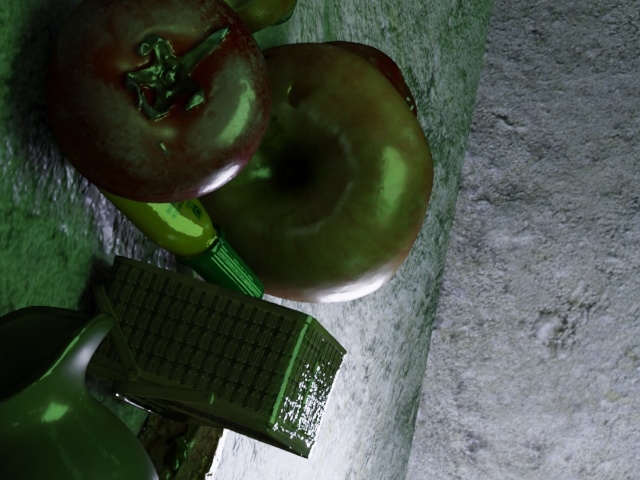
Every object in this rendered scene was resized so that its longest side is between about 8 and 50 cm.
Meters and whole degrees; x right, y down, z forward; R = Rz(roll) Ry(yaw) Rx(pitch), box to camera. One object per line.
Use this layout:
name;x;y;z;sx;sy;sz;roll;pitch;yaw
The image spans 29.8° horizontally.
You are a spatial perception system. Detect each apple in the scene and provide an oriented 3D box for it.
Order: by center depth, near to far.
apple;-0.114;-0.402;1.755;0.199;0.199;0.199;6;90;-72
apple;-0.015;-0.096;1.815;0.346;0.391;0.391;-10;106;-76

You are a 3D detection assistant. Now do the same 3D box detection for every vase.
vase;-0.334;0.254;1.272;0.329;0.241;0.302;-24;109;-40

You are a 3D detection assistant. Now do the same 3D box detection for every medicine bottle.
medicine bottle;-0.183;-0.016;1.621;0.309;0.076;0.111;48;40;-29

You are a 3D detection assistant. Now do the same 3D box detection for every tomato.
tomato;-0.194;-0.174;1.445;0.227;0.270;0.270;156;-55;-73

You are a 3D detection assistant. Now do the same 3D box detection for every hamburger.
hamburger;-0.194;0.305;1.815;0.131;0.124;0.262;79;25;-44

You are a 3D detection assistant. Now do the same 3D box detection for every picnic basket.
picnic basket;-0.151;0.164;1.613;0.228;0.313;0.175;52;56;-67

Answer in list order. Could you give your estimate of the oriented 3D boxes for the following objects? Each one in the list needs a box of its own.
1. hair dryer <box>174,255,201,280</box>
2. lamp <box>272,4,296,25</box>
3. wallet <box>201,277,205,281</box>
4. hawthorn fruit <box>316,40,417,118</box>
hair dryer;-0.201;0.090;1.801;0.195;0.053;0.220;-51;141;-43
lamp;-0.078;-0.447;1.908;0.215;0.121;0.121;94;13;-49
wallet;-0.190;0.065;1.918;0.157;0.018;0.082;78;26;-47
hawthorn fruit;0.032;-0.217;2.131;0.284;0.284;0.284;6;90;-72
